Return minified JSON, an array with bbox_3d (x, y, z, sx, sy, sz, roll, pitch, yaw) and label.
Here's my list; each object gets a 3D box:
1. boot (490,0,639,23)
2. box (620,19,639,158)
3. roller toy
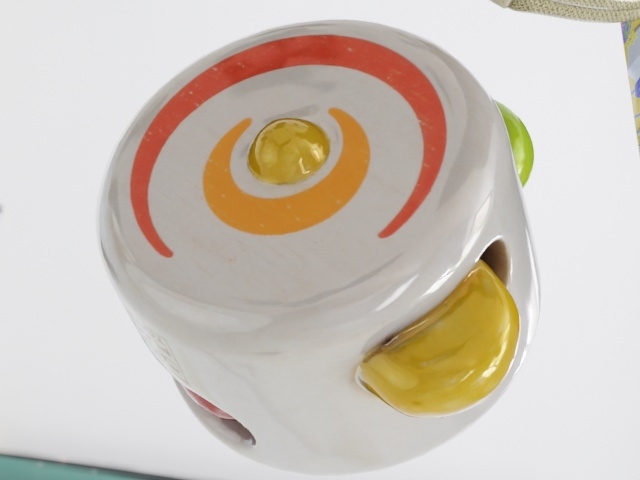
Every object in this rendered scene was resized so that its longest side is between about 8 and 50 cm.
[{"bbox_3d":[0.087,-0.197,0.629,0.262,0.095,0.203,17,149,-19],"label":"boot"},{"bbox_3d":[0.362,-0.111,0.916,0.177,0.279,0.290,32,129,-25],"label":"box"},{"bbox_3d":[0.000,0.000,0.681,0.191,0.209,0.146,-5,142,14],"label":"roller toy"}]
